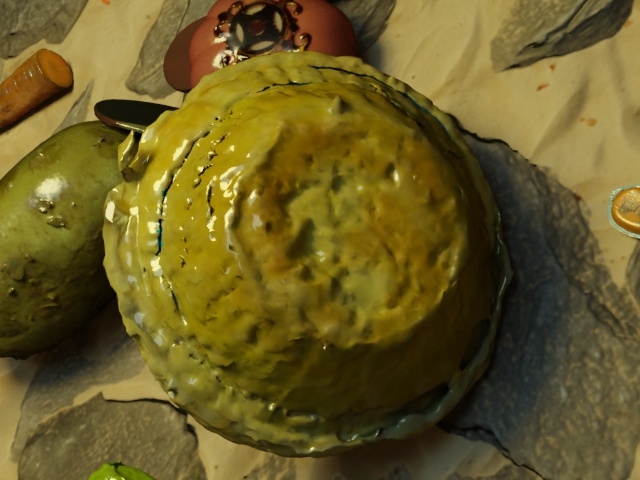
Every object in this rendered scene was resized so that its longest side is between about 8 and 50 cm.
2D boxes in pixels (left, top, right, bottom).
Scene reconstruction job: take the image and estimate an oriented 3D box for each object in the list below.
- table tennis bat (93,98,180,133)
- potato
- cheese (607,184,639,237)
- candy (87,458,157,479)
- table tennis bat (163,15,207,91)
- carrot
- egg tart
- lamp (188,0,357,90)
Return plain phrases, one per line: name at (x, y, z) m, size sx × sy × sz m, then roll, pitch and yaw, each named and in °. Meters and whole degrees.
table tennis bat at (-0.159, -0.115, 1.632) m, size 0.274 × 0.154 × 0.021 m, roll -118°, pitch 39°, yaw -74°
potato at (-0.279, 0.001, 1.669) m, size 0.173 × 0.210 × 0.307 m, roll 43°, pitch 104°, yaw -1°
cheese at (0.296, -0.014, 1.401) m, size 0.047 × 0.017 × 0.111 m, roll -50°, pitch 50°, yaw 6°
candy at (-0.228, 0.317, 1.536) m, size 0.097 × 0.097 × 0.209 m, roll 34°, pitch 90°, yaw 40°
table tennis bat at (-0.114, -0.222, 1.788) m, size 0.158 × 0.014 × 0.095 m, roll -21°, pitch 55°, yaw 27°
carrot at (-0.405, -0.156, 1.928) m, size 0.224 × 0.057 × 0.057 m, roll -30°, pitch 53°, yaw 22°
egg tart at (0.000, 0.000, 1.390) m, size 0.169 × 0.388 × 0.388 m, roll 138°, pitch 149°, yaw -69°
lamp at (-0.048, -0.183, 1.651) m, size 0.182 × 0.140 × 0.182 m, roll -5°, pitch 66°, yaw 12°
